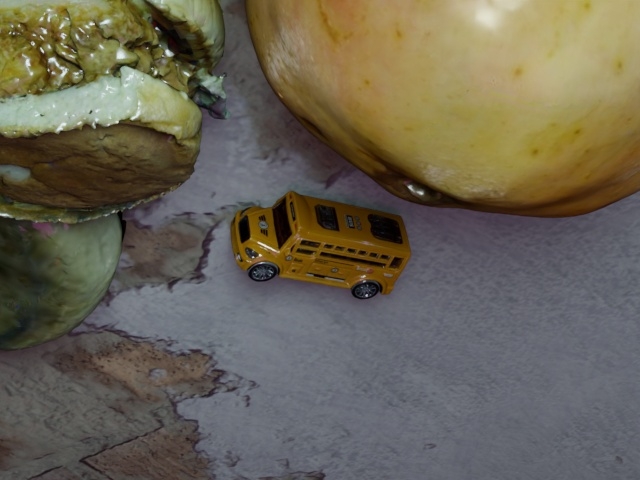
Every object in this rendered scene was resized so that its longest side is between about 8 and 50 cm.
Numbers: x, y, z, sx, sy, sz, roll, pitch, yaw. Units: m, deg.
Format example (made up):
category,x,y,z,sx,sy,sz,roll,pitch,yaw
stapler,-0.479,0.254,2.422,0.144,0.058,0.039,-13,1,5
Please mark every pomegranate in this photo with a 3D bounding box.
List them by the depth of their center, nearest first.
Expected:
category,x,y,z,sx,sy,sz,roll,pitch,yaw
pomegranate,0.134,-0.220,0.995,0.411,0.412,0.412,-4,142,-3

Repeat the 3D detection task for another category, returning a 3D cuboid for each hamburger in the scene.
category,x,y,z,sx,sy,sz,roll,pitch,yaw
hamburger,-0.237,-0.137,1.121,0.317,0.195,0.277,0,165,7

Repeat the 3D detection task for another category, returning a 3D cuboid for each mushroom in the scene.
category,x,y,z,sx,sy,sz,roll,pitch,yaw
mushroom,-0.334,0.015,1.389,0.247,0.130,0.344,17,135,-30

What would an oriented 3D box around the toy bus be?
category,x,y,z,sx,sy,sz,roll,pitch,yaw
toy bus,0.000,0.000,1.458,0.194,0.083,0.088,11,135,-24
